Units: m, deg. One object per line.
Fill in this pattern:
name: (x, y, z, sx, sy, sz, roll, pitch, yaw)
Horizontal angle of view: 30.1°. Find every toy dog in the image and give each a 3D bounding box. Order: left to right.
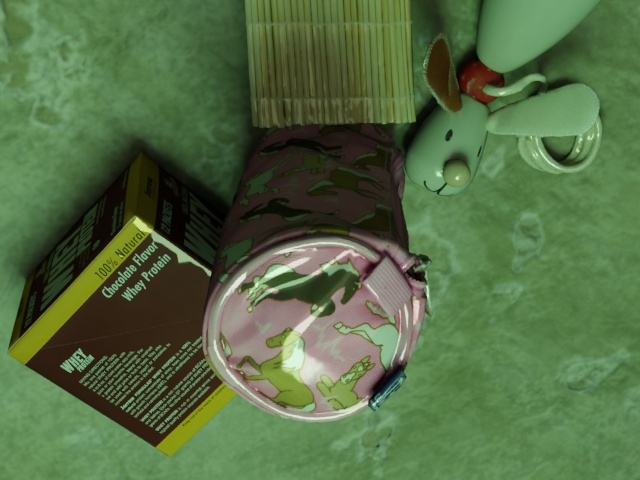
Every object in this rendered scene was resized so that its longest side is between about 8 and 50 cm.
toy dog: (0.194, -0.180, 1.080, 0.220, 0.161, 0.334, 0, 114, -10)

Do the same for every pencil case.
pencil case: (0.000, 0.000, 1.009, 0.167, 0.386, 0.160, 16, 110, -6)

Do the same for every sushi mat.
sushi mat: (0.005, -0.257, 1.039, 0.151, 0.019, 0.316, -4, 98, -8)

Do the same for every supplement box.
supplement box: (-0.156, 0.062, 1.133, 0.194, 0.129, 0.191, 37, 111, -23)
